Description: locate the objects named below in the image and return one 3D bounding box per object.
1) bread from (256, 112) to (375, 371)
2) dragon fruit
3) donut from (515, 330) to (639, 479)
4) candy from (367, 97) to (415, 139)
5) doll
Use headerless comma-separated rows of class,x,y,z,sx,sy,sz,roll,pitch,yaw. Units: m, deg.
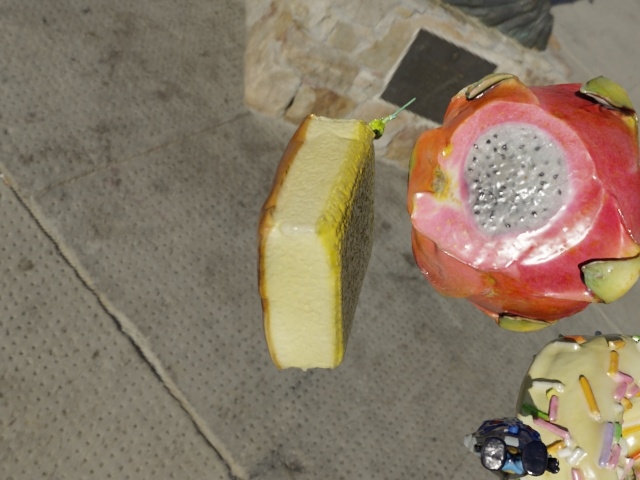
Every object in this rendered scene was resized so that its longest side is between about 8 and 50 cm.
bread,0.000,0.000,1.157,0.143,0.324,0.333,6,39,12
dragon fruit,0.225,-0.049,0.749,0.291,0.290,0.189,53,7,11
donut,0.441,0.277,0.985,0.371,0.150,0.308,20,57,-22
candy,0.140,-0.241,1.350,0.123,0.035,0.035,-37,64,-8
doll,0.199,0.222,0.730,0.095,0.195,0.070,10,80,15
